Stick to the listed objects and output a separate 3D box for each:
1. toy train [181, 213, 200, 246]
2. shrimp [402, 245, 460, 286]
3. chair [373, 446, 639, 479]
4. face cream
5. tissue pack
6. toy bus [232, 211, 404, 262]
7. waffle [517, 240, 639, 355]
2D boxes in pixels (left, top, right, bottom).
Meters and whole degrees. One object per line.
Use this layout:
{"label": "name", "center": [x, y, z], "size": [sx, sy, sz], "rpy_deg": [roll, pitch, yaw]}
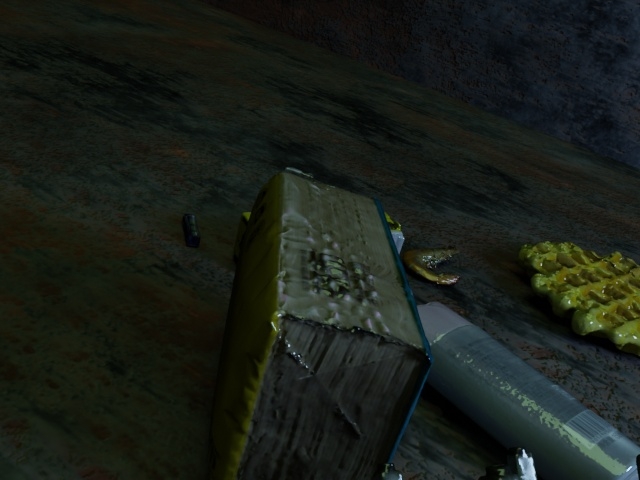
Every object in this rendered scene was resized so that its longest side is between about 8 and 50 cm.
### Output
{"label": "toy train", "center": [-0.175, -0.018, 0.866], "size": [0.017, 0.017, 0.083], "rpy_deg": [7, 26, -22]}
{"label": "shrimp", "center": [0.181, 0.035, 0.964], "size": [0.127, 0.025, 0.091], "rpy_deg": [-16, 40, -43]}
{"label": "chair", "center": [0.131, 0.261, 0.366], "size": [0.136, 0.147, 0.271], "rpy_deg": [1, 72, -25]}
{"label": "face cream", "center": [0.190, 0.157, 0.656], "size": [0.107, 0.073, 0.269], "rpy_deg": [-1, 30, -44]}
{"label": "tissue pack", "center": [-0.013, 0.078, 0.554], "size": [0.133, 0.192, 0.271], "rpy_deg": [14, 24, -9]}
{"label": "toy bus", "center": [0.000, 0.000, 0.858], "size": [0.226, 0.081, 0.074], "rpy_deg": [0, 30, -31]}
{"label": "waffle", "center": [0.455, 0.088, 0.986], "size": [0.307, 0.060, 0.312], "rpy_deg": [12, 27, -12]}
